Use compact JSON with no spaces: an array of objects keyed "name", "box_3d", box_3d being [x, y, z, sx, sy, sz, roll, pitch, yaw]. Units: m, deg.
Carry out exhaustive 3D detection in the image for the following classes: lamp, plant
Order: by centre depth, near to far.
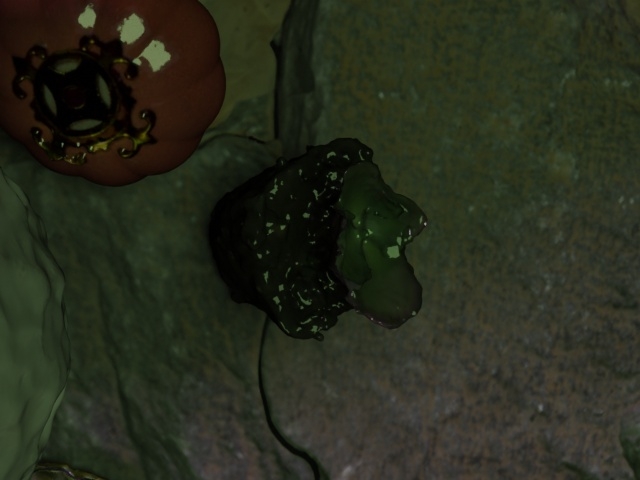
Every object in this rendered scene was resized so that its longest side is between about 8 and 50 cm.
[{"name":"lamp","box_3d":[-0.157,-0.129,1.009,0.182,0.140,0.182,5,123,8]},{"name":"plant","box_3d":[0.000,0.000,1.053,0.131,0.203,0.142,-30,98,-27]}]

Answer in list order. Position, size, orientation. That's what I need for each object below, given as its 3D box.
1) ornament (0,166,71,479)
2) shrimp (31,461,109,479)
[{"name":"ornament","box_3d":[-0.316,0.054,0.837,0.337,0.337,0.337,-1,93,-24]},{"name":"shrimp","box_3d":[-0.191,0.282,1.065,0.173,0.058,0.253,-44,106,-25]}]
